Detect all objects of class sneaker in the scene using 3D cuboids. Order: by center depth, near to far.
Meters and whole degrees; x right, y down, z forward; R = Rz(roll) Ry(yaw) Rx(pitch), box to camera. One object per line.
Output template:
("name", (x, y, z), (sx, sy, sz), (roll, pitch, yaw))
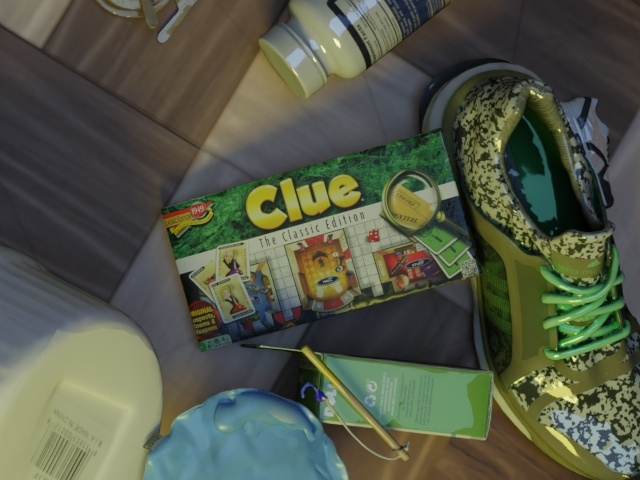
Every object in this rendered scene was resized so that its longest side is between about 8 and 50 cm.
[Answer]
("sneaker", (0.209, 0.031, 1.681), (0.158, 0.182, 0.410), (-24, 94, -10))
("sneaker", (0.253, -0.083, 1.764), (0.044, 0.040, 0.109), (-21, 94, -13))

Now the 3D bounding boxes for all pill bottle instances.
("pill bottle", (0.031, -0.203, 1.695), (0.169, 0.094, 0.094), (-39, 96, -8))

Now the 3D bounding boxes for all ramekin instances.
("ramekin", (-0.249, 0.154, 1.535), (0.135, 0.277, 0.277), (19, 85, 28))

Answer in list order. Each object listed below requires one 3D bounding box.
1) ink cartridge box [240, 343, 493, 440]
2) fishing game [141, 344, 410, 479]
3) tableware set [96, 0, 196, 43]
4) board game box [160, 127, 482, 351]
("ink cartridge box", (0.037, 0.132, 1.685), (0.209, 0.109, 0.062), (7, 87, -11))
("fishing game", (-0.066, 0.217, 1.602), (0.189, 0.041, 0.264), (43, 80, -12))
("tableware set", (-0.133, -0.283, 1.692), (0.128, 0.039, 0.194), (36, 83, -8))
("board game box", (0.000, 0.000, 1.682), (0.260, 0.030, 0.136), (-16, 89, 7))
